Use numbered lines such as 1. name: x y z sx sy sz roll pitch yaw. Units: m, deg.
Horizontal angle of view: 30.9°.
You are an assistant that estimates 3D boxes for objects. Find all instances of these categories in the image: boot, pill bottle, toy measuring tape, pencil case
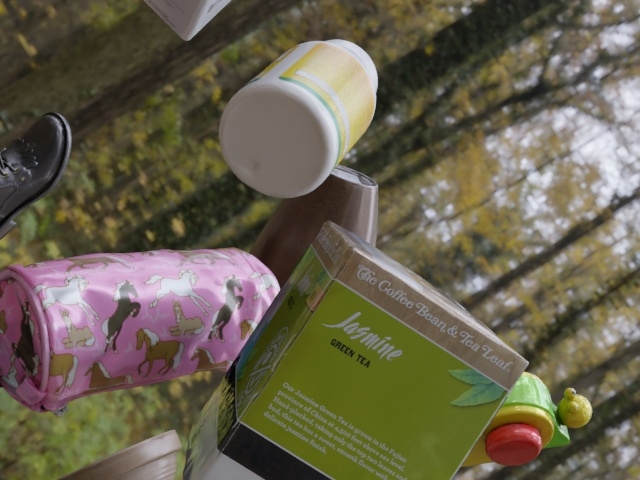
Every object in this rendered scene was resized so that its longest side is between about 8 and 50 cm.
1. boot: -0.497 -0.104 1.681 0.091 0.263 0.229 36 -1 24
2. pill bottle: -0.012 -0.132 1.159 0.117 0.118 0.208 61 28 -14
3. toy measuring tape: 0.168 0.224 1.426 0.121 0.330 0.121 -10 90 -84
4. pencil case: -0.217 0.100 1.406 0.160 0.386 0.167 32 -65 36

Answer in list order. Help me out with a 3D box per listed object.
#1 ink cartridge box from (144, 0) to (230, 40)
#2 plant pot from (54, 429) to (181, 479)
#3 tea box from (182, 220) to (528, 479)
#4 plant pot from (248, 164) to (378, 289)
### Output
1. ink cartridge box: -0.104 -0.368 1.305 0.114 0.197 0.273 44 -18 -5
2. plant pot: -0.299 0.370 1.673 0.237 0.237 0.109 107 -42 -80
3. tea box: 0.021 0.176 1.277 0.220 0.323 0.329 34 2 -7
4. plant pot: 0.000 0.000 1.811 0.215 0.230 0.215 18 14 -5
